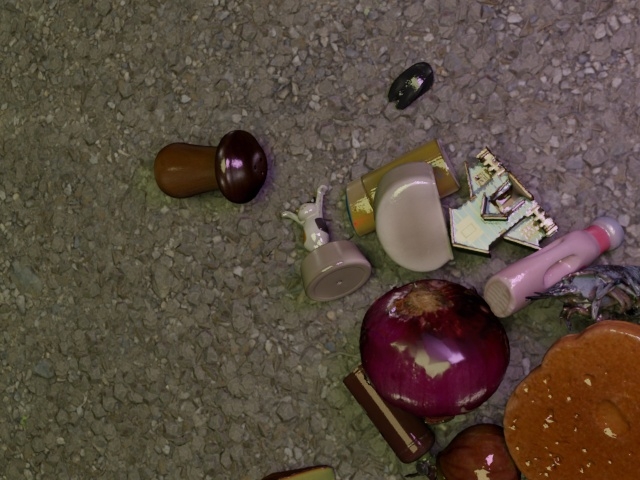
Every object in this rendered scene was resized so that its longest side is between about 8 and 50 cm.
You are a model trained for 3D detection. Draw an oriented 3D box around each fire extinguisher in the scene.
[{"bbox_3d":[0.182,0.455,1.782,0.337,0.106,0.147,54,139,15],"label":"fire extinguisher"}]

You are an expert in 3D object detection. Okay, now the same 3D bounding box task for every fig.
[{"bbox_3d":[0.357,0.514,1.656,0.205,0.205,0.205,-1,88,21],"label":"fig"}]

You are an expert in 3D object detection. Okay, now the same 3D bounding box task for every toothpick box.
[{"bbox_3d":[-0.284,-0.189,1.935,0.294,0.192,0.192,-1,88,26],"label":"toothpick box"}]

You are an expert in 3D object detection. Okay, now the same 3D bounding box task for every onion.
[{"bbox_3d":[0.261,0.284,1.665,0.348,0.348,0.385,2,123,21],"label":"onion"}]

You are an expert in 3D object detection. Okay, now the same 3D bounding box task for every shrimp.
[{"bbox_3d":[0.588,0.112,1.507,0.172,0.372,0.137,-38,68,55],"label":"shrimp"}]

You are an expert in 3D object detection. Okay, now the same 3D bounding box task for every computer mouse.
[{"bbox_3d":[0.221,-0.386,1.814,0.135,0.047,0.079,-46,73,16],"label":"computer mouse"}]

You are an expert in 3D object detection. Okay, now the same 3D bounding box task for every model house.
[{"bbox_3d":[0.382,-0.051,1.673,0.206,0.178,0.271,-40,78,10],"label":"model house"}]

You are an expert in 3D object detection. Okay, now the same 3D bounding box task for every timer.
[{"bbox_3d":[0.000,0.000,1.855,0.175,0.175,0.266,-34,58,17],"label":"timer"}]

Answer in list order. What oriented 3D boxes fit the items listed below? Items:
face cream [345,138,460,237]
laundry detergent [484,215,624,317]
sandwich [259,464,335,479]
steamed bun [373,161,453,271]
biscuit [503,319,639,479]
[{"bbox_3d":[0.189,-0.127,1.806,0.285,0.067,0.139,-26,84,19],"label":"face cream"},{"bbox_3d":[0.509,0.047,1.578,0.335,0.159,0.088,-28,67,-18],"label":"laundry detergent"},{"bbox_3d":[-0.065,0.646,1.845,0.187,0.144,0.117,-15,86,21],"label":"sandwich"},{"bbox_3d":[0.208,-0.049,1.711,0.164,0.146,0.241,-13,116,8],"label":"steamed bun"},{"bbox_3d":[0.569,0.354,1.468,0.349,0.078,0.455,51,125,6],"label":"biscuit"}]
